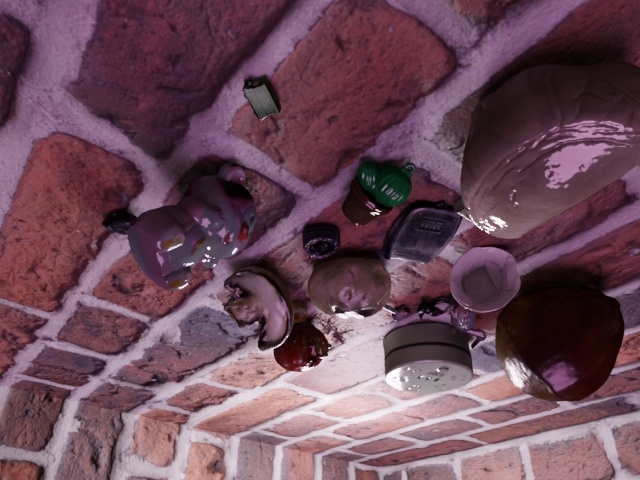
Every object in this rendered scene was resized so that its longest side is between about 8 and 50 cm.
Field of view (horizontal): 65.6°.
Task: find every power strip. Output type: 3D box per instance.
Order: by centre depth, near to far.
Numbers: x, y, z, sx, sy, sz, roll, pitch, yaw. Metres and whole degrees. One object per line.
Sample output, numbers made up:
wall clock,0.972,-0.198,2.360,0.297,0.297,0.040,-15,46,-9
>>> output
power strip,0.406,0.467,1.925,0.357,0.162,0.358,1,144,1

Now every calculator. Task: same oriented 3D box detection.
calculator,0.281,-0.017,1.379,0.176,0.040,0.268,8,139,-12

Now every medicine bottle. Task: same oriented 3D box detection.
medicine bottle,0.387,-0.074,1.282,0.083,0.047,0.047,27,137,-30

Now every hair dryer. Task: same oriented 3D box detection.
hair dryer,0.251,0.238,1.732,0.114,0.037,0.063,27,136,-20

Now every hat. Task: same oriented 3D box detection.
hat,0.480,0.123,1.466,0.202,0.203,0.126,-7,162,12

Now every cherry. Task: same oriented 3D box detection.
cherry,-0.086,0.406,1.849,0.249,0.192,0.175,-28,100,43

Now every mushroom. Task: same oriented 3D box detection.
mushroom,-0.180,0.193,1.582,0.189,0.164,0.267,-39,96,12

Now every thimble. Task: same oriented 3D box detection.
thimble,0.001,-0.001,1.385,0.104,0.066,0.095,-28,136,30

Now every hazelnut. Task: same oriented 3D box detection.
hazelnut,0.750,0.311,1.565,0.420,0.353,0.421,-19,131,-23

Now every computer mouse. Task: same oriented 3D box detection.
computer mouse,-0.539,-0.049,1.358,0.134,0.047,0.079,-9,150,33

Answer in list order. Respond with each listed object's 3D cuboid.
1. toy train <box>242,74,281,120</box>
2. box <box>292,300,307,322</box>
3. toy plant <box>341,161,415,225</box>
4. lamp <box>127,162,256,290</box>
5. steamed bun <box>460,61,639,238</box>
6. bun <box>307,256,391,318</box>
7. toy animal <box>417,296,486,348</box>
toy train,-0.120,-0.291,1.015,0.056,0.038,0.093,-13,141,15
box,-0.098,0.252,1.757,0.105,0.037,0.106,1,144,0
toy plant,0.135,-0.126,1.186,0.142,0.105,0.200,34,117,-17
lamp,-0.303,-0.039,1.183,0.247,0.301,0.247,25,132,33
steamed bun,0.418,-0.188,0.966,0.236,0.247,0.383,26,144,-13
bun,0.085,0.156,1.515,0.272,0.169,0.273,2,152,1
toy animal,0.485,0.266,1.709,0.324,0.091,0.195,30,142,-20
